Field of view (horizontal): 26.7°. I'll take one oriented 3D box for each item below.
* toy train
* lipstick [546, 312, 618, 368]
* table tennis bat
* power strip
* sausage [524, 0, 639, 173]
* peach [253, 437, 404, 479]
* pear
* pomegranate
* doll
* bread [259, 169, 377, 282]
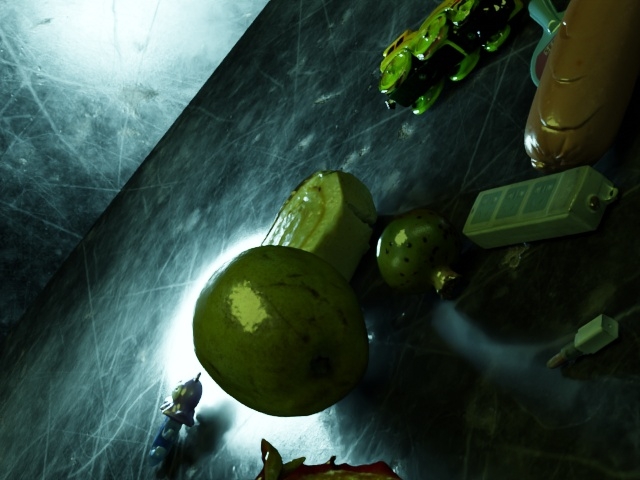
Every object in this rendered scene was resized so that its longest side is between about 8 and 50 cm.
[{"bbox_3d":[0.214,-0.336,2.263,0.296,0.100,0.160,-39,25,37],"label":"toy train"},{"bbox_3d":[0.295,0.121,1.533,0.107,0.025,0.025,-44,23,44],"label":"lipstick"},{"bbox_3d":[0.360,-0.307,2.005,0.153,0.040,0.244,-49,27,19],"label":"table tennis bat"},{"bbox_3d":[0.278,-0.040,1.761,0.272,0.052,0.078,-11,49,61],"label":"power strip"},{"bbox_3d":[0.353,-0.217,1.766,0.121,0.121,0.304,-21,39,56],"label":"sausage"},{"bbox_3d":[0.021,0.403,1.291,0.406,0.335,0.310,-122,47,-63],"label":"peach"},{"bbox_3d":[-0.062,0.136,1.980,0.253,0.253,0.307,-55,31,2],"label":"pear"},{"bbox_3d":[0.143,0.020,1.895,0.130,0.130,0.130,-45,24,26],"label":"pomegranate"},{"bbox_3d":[-0.258,0.317,2.378,0.205,0.067,0.110,-62,11,12],"label":"doll"},{"bbox_3d":[0.000,0.000,2.213,0.186,0.124,0.257,7,64,59],"label":"bread"}]
